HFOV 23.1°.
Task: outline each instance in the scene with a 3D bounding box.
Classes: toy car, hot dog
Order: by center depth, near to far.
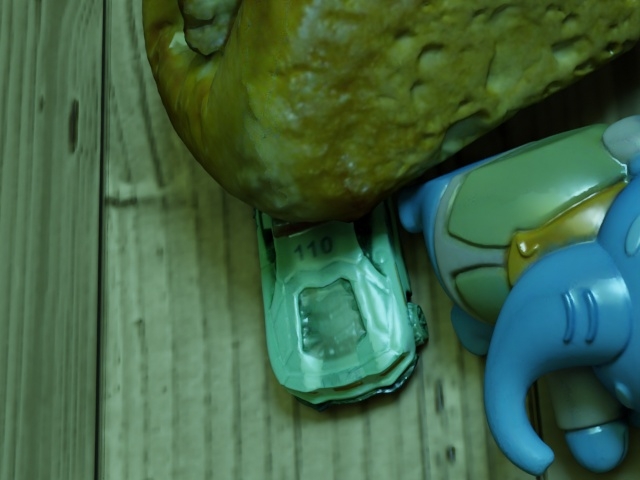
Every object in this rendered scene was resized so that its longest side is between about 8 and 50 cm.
[{"bbox_3d":[0.076,-0.198,0.788,0.405,0.223,0.185,-31,34,-1],"label":"hot dog"},{"bbox_3d":[0.000,0.000,0.855,0.093,0.058,0.186,-16,63,16],"label":"toy car"}]

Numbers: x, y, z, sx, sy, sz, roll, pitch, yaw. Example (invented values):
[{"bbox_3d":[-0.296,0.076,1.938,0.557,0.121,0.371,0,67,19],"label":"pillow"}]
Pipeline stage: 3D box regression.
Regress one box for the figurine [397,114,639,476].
[{"bbox_3d":[0.158,0.028,0.746,0.262,0.154,0.180,-3,74,39],"label":"figurine"}]
